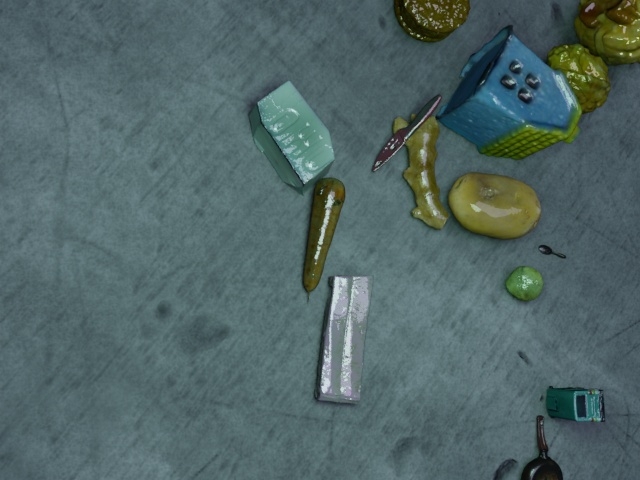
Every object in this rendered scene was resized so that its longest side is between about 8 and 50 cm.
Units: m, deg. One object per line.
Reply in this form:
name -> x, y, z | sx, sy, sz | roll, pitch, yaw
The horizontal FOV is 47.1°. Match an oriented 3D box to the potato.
potato -> 0.426, -0.080, 1.807 | 0.233, 0.146, 0.150 | 11, 34, -3

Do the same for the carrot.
carrot -> 0.000, 0.000, 1.705 | 0.078, 0.078, 0.298 | 13, 83, -14

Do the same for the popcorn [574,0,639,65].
popcorn -> 0.813, -0.565, 1.951 | 0.332, 0.265, 0.225 | 10, 98, -54

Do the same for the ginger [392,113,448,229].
ginger -> 0.259, -0.169, 1.807 | 0.118, 0.065, 0.299 | -11, 82, 0

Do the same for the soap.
soap -> -0.060, -0.234, 1.710 | 0.145, 0.091, 0.230 | -40, 93, -18

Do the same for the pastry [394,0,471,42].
pastry -> 0.281, -0.597, 1.862 | 0.188, 0.103, 0.189 | 3, 81, -16

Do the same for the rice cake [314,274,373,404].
rice cake -> 0.054, 0.222, 1.692 | 0.106, 0.050, 0.298 | 10, 79, -16

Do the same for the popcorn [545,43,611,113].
popcorn -> 0.664, -0.417, 1.931 | 0.197, 0.155, 0.198 | 9, 59, -14

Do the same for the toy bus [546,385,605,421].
toy bus -> 0.613, 0.395, 1.780 | 0.091, 0.160, 0.079 | 1, 82, -8

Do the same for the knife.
knife -> 0.207, -0.263, 1.785 | 0.035, 0.018, 0.247 | 44, 92, 11

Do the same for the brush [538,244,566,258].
brush -> 0.604, 0.031, 1.910 | 0.083, 0.008, 0.024 | 21, 73, -12

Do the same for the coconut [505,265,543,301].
coconut -> 0.507, 0.111, 1.830 | 0.087, 0.096, 0.088 | 13, 38, -10

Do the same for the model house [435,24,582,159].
model house -> 0.477, -0.326, 1.808 | 0.303, 0.237, 0.215 | 38, 72, -8

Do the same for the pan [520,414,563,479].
pan -> 0.546, 0.537, 1.797 | 0.114, 0.040, 0.212 | 8, 80, -21
